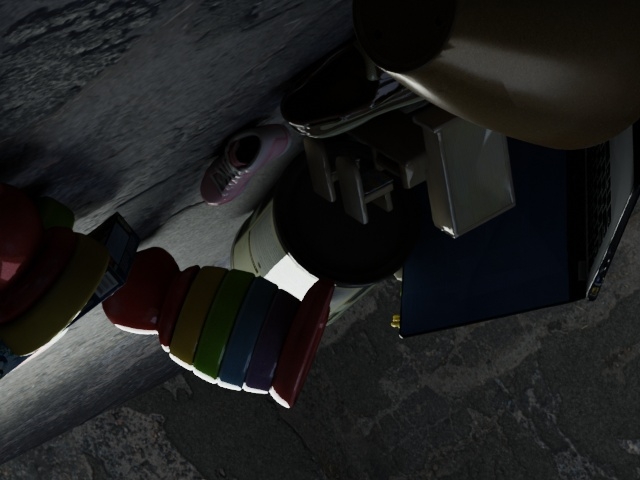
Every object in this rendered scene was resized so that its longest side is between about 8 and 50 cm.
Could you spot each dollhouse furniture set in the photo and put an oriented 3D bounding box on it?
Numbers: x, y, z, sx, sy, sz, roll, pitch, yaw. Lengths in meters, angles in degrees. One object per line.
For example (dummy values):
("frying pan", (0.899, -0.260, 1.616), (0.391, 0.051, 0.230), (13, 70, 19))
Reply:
("dollhouse furniture set", (0.122, -0.134, 2.070), (0.212, 0.161, 0.242), (-28, -144, -23))

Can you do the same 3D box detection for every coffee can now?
("coffee can", (0.000, 0.000, 2.305), (0.201, 0.201, 0.275), (-29, 174, -22))

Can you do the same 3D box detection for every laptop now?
("laptop", (0.250, -0.124, 2.130), (0.236, 0.382, 0.408), (6, 147, -2))

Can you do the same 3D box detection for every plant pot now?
("plant pot", (0.156, -0.204, 1.493), (0.254, 0.237, 0.237), (-1, 153, -48))

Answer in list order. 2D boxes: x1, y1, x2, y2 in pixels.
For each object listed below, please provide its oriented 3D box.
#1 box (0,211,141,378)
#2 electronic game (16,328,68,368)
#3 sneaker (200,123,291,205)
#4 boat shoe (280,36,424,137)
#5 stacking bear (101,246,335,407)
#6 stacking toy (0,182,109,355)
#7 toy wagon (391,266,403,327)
("box", (-0.302, 0.074, 1.784), (0.233, 0.044, 0.159), (-37, -166, 10))
("electronic game", (-0.439, 0.164, 2.221), (0.229, 0.048, 0.229), (-31, 174, -4))
("sneaker", (-0.098, -0.085, 1.872), (0.134, 0.051, 0.070), (-38, 170, 26))
("boat shoe", (0.071, -0.181, 1.724), (0.257, 0.095, 0.095), (-33, 168, 20))
("stacking bear", (-0.145, 0.097, 2.166), (0.175, 0.289, 0.164), (99, 11, -70))
("stacking toy", (-0.347, 0.051, 1.487), (0.309, 0.130, 0.279), (-44, -157, 6))
("toy wagon", (0.172, -0.030, 2.390), (0.068, 0.344, 0.267), (22, 162, -38))
